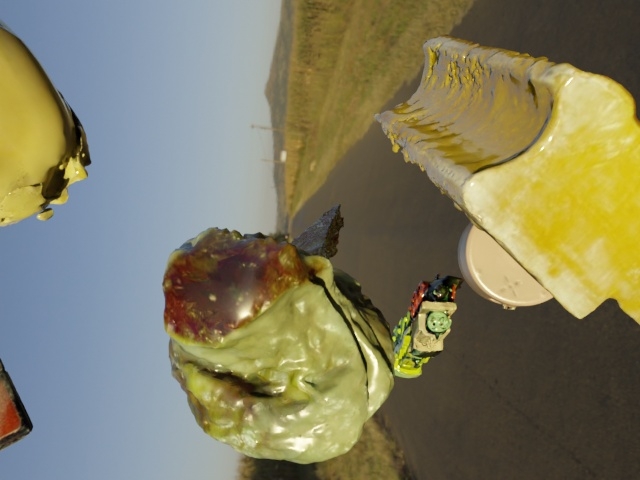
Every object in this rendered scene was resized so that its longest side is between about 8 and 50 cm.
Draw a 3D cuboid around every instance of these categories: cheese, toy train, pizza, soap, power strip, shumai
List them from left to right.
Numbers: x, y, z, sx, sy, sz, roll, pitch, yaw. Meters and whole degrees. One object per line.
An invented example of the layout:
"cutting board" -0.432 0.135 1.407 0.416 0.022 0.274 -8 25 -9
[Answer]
"cheese" -0.385 -0.135 0.548 0.128 0.316 0.259 -35 29 61
"shumai" -0.058 0.069 0.667 0.263 0.309 0.304 82 -155 -44
"pizza" 0.000 0.000 1.210 0.188 0.062 0.199 -5 40 53
"toy train" 0.130 0.117 0.712 0.249 0.053 0.085 94 -177 -65
"power strip" 0.275 0.021 0.789 0.078 0.154 0.154 33 -116 -85
"soap" 0.233 -0.065 0.590 0.169 0.304 0.338 -47 22 13

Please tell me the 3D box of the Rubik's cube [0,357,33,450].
"Rubik's cube" -0.625 0.190 0.672 0.337 0.344 0.344 -28 84 42
